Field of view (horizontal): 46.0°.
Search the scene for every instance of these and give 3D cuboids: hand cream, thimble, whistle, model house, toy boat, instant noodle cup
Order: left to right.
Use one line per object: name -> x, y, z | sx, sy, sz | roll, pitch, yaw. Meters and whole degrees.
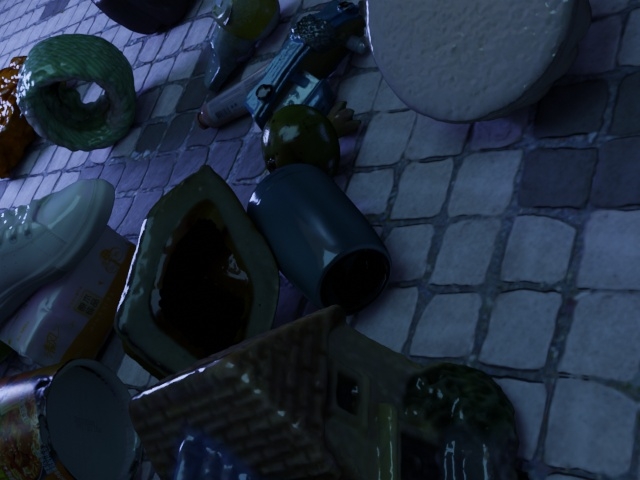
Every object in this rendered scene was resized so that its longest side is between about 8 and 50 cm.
instant noodle cup -> -0.347, 0.259, 0.947 | 0.182, 0.230, 0.230 | -24, 47, 17
thimble -> -0.466, -0.286, 1.446 | 0.219, 0.219, 0.150 | -36, 44, 19
model house -> -0.140, 0.078, 0.917 | 0.239, 0.173, 0.268 | 112, 175, -70
whistle -> -0.137, -0.357, 1.291 | 0.223, 0.122, 0.123 | -63, 35, 21
hand cream -> -0.117, -0.233, 1.204 | 0.209, 0.043, 0.067 | -21, 87, 32
model house -> -0.002, 0.212, 0.601 | 0.261, 0.266, 0.321 | -25, 47, 34
toy boat -> -0.001, -0.244, 1.068 | 0.098, 0.109, 0.238 | 35, 85, 21

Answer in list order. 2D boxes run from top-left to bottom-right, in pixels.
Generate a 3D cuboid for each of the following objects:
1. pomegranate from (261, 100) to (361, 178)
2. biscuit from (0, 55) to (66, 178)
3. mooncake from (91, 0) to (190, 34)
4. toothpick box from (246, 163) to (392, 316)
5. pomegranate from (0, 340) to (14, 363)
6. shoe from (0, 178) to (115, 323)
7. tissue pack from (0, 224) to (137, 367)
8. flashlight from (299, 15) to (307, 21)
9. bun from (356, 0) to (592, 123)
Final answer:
pomegranate -> -0.010, -0.130, 0.989 | 0.142, 0.115, 0.114 | -34, 35, -21
biscuit -> -0.755, -0.308, 1.827 | 0.318, 0.110, 0.312 | 18, 76, 49
mooncake -> -0.358, -0.582, 1.611 | 0.306, 0.154, 0.306 | -24, 48, 30
toothpick box -> 0.000, 0.000, 0.865 | 0.120, 0.120, 0.184 | -48, 42, 6
pomegranate -> -0.644, 0.104, 1.277 | 0.230, 0.286, 0.231 | -15, 54, 21
shoe -> -0.460, 0.006, 1.076 | 0.363, 0.160, 0.132 | -38, 42, 18
tissue pack -> -0.397, 0.081, 1.183 | 0.184, 0.124, 0.225 | 12, 71, 50
flashlight -> -0.026, -0.300, 1.134 | 0.031, 0.110, 0.052 | 22, 73, 4
bun -> 0.195, -0.264, 0.850 | 0.263, 0.175, 0.263 | 11, 107, 40
